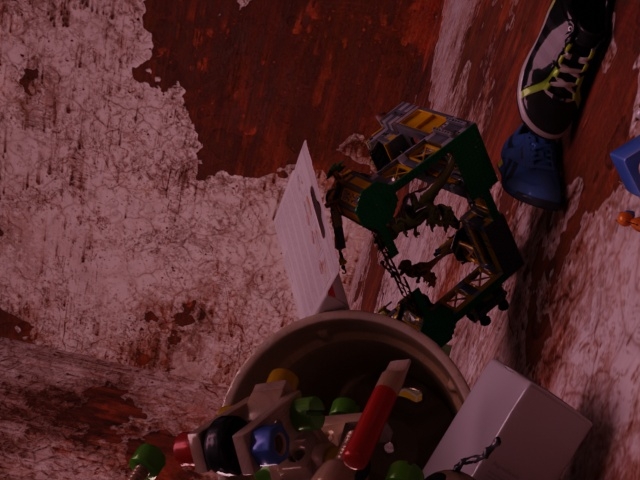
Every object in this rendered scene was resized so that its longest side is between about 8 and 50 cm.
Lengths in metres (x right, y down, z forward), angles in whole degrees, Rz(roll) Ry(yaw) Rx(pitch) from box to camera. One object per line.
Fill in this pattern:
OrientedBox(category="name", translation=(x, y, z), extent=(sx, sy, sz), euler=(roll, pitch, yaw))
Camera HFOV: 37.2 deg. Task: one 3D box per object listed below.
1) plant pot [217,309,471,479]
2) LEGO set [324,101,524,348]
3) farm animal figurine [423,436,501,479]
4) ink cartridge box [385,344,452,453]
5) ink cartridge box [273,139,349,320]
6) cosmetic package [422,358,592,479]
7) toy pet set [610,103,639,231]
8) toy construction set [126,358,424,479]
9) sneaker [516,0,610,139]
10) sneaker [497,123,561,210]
OrientedBox(category="plant pot", translation=(0.068, 0.282, 1.287), extent=(0.305, 0.334, 0.333), euler=(41, -119, -70))
OrientedBox(category="LEGO set", translation=(0.122, -0.031, 1.315), extent=(0.255, 0.331, 0.192), euler=(-45, 34, -11))
OrientedBox(category="farm animal figurine", translation=(0.110, 0.383, 0.781), extent=(0.330, 0.172, 0.326), euler=(-107, 30, -53))
OrientedBox(category="ink cartridge box", translation=(0.154, 0.265, 1.578), extent=(0.062, 0.109, 0.209), euler=(139, 144, -83))
OrientedBox(category="ink cartridge box", translation=(0.000, 0.000, 1.217), extent=(0.224, 0.056, 0.181), euler=(118, 140, -60))
OrientedBox(category="cosmetic package", translation=(0.160, 0.243, 0.943), extent=(0.231, 0.085, 0.117), euler=(-57, 10, 1))
OrientedBox(category="toy pet set", translation=(0.304, -0.070, 0.923), extent=(0.114, 0.065, 0.122), euler=(-94, 17, -77))
OrientedBox(category="toy construction set", translation=(0.000, 0.209, 1.006), extent=(0.309, 0.257, 0.237), euler=(-39, 11, 41))
OrientedBox(category="sneaker", translation=(0.316, -0.247, 1.216), extent=(0.097, 0.084, 0.234), euler=(-156, 79, -85))
OrientedBox(category="sneaker", translation=(0.286, -0.106, 1.277), extent=(0.209, 0.069, 0.082), euler=(-85, 14, -66))
